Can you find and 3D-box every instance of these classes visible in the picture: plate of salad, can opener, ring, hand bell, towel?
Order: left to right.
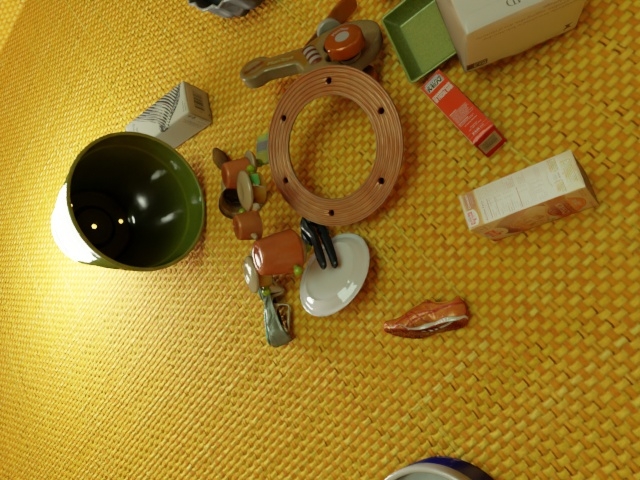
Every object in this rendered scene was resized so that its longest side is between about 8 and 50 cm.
[{"bbox_3d":[-0.241,-0.177,1.351,0.126,0.126,0.242,-49,46,19],"label":"hand bell"},{"bbox_3d":[-0.143,-0.236,1.330,0.060,0.009,0.083,-12,75,34],"label":"towel"},{"bbox_3d":[0.000,0.000,1.142,0.186,0.059,0.073,-121,20,-49],"label":"can opener"},{"bbox_3d":[0.026,-0.199,1.099,0.336,0.032,0.337,7,103,32],"label":"ring"},{"bbox_3d":[0.033,0.076,1.120,0.199,0.048,0.200,-29,44,32],"label":"plate of salad"}]

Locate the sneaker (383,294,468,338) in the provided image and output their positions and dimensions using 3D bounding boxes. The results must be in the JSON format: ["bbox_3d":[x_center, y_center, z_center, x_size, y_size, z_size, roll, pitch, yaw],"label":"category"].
[{"bbox_3d":[0.204,0.150,1.001,0.175,0.064,0.067,-18,53,27],"label":"sneaker"}]

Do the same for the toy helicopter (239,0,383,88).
[{"bbox_3d":[-0.027,-0.437,1.195,0.355,0.140,0.235,-6,56,23],"label":"toy helicopter"}]

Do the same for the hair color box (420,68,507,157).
[{"bbox_3d":[0.274,-0.243,0.983,0.053,0.093,0.167,-45,61,20],"label":"hair color box"}]

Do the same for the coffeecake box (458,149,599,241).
[{"bbox_3d":[0.352,-0.068,0.868,0.185,0.142,0.068,-23,70,31],"label":"coffeecake box"}]

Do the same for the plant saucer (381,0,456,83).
[{"bbox_3d":[0.241,-0.444,1.067,0.188,0.045,0.188,-31,67,28],"label":"plant saucer"}]

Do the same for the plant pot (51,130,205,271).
[{"bbox_3d":[-0.571,-0.069,1.432,0.353,0.366,0.367,-15,74,46],"label":"plant pot"}]

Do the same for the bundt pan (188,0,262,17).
[{"bbox_3d":[-0.228,-0.760,1.403,0.330,0.124,0.331,-7,78,34],"label":"bundt pan"}]

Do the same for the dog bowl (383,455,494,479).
[{"bbox_3d":[0.215,0.525,0.897,0.264,0.104,0.265,-7,78,34],"label":"dog bowl"}]

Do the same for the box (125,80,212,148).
[{"bbox_3d":[-0.451,-0.344,1.513,0.275,0.094,0.113,-25,69,29],"label":"box"}]

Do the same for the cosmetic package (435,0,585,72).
[{"bbox_3d":[0.294,-0.531,0.922,0.217,0.156,0.385,-22,75,11],"label":"cosmetic package"}]

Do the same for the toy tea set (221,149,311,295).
[{"bbox_3d":[-0.118,-0.052,1.142,0.200,0.124,0.336,-29,73,65],"label":"toy tea set"}]

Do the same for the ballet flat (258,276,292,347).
[{"bbox_3d":[-0.110,0.146,1.222,0.068,0.072,0.213,-16,72,4],"label":"ballet flat"}]
